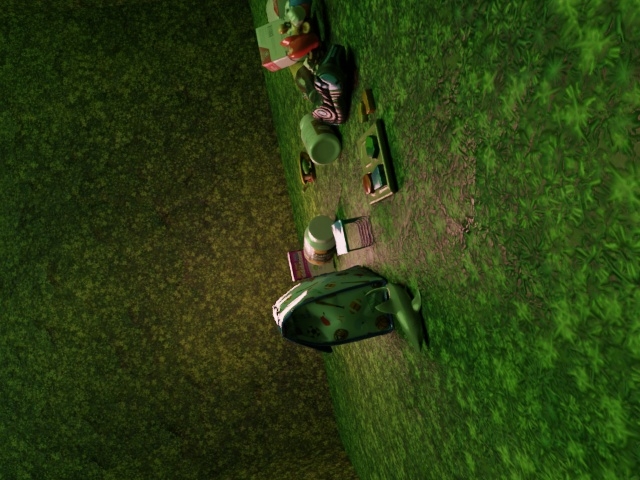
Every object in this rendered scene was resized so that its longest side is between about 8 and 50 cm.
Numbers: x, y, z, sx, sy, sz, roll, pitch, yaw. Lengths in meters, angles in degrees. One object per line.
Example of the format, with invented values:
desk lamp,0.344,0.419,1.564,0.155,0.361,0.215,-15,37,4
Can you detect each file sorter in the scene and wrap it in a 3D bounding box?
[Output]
file sorter,0.115,-0.018,1.570,0.170,0.104,0.118,151,108,-80

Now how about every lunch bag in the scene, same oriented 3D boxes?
lunch bag,0.027,0.252,1.569,0.328,0.385,0.239,-163,63,-79

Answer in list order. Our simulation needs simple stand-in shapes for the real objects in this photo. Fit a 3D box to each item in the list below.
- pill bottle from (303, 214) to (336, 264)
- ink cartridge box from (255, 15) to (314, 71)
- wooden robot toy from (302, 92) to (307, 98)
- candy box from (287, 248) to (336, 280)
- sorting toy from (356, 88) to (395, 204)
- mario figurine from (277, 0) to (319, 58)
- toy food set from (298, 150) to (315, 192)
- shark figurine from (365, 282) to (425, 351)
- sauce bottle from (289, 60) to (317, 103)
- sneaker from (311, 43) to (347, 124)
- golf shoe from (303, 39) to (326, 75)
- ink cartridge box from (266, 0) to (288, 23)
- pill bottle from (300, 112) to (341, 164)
pill bottle,0.000,0.000,2.111,0.278,0.162,0.162,97,159,-65
ink cartridge box,-0.130,-0.790,1.714,0.092,0.217,0.159,-4,-97,-67
wooden robot toy,-0.024,-0.636,1.851,0.079,0.076,0.173,-63,19,11
candy box,-0.047,0.119,2.313,0.071,0.233,0.159,146,113,-80
sorting toy,0.144,-0.270,1.284,0.229,0.041,0.307,153,105,-80
mario figurine,-0.094,-0.807,1.516,0.198,0.170,0.321,-2,-83,-64
toy food set,-0.063,-0.379,2.355,0.128,0.071,0.218,-52,-44,-70
shark figurine,0.206,0.180,1.259,0.278,0.116,0.166,-121,22,-58
sauce bottle,-0.056,-0.677,1.773,0.111,0.111,0.344,90,165,-51
sneaker,0.046,-0.508,1.459,0.341,0.125,0.140,106,179,-76
golf shoe,-0.016,-0.646,1.626,0.077,0.093,0.198,160,97,-79
ink cartridge box,-0.147,-0.967,1.905,0.306,0.131,0.226,-124,24,-70
pill bottle,-0.008,-0.417,1.739,0.229,0.131,0.131,-112,14,-45
